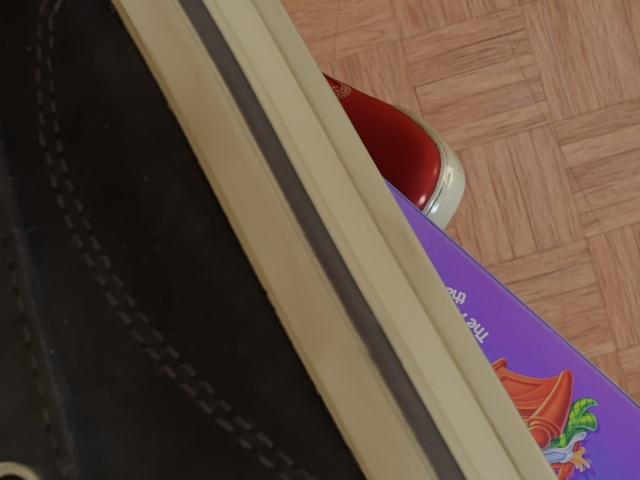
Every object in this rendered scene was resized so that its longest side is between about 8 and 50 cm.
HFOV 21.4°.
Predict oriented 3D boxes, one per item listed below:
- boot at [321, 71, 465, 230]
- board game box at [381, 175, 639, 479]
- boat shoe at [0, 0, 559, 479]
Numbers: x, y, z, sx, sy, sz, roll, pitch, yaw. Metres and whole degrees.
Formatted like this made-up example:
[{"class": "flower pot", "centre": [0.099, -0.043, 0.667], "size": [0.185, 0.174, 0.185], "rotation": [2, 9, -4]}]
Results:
[{"class": "boot", "centre": [-0.044, -0.078, 0.947], "size": [0.176, 0.088, 0.244], "rotation": [32, -1, -43]}, {"class": "board game box", "centre": [0.000, 0.000, 0.779], "size": [0.347, 0.078, 0.233], "rotation": [42, 2, 6]}, {"class": "boat shoe", "centre": [-0.091, -0.044, 0.473], "size": [0.500, 0.156, 0.187], "rotation": [60, 1, 23]}]
